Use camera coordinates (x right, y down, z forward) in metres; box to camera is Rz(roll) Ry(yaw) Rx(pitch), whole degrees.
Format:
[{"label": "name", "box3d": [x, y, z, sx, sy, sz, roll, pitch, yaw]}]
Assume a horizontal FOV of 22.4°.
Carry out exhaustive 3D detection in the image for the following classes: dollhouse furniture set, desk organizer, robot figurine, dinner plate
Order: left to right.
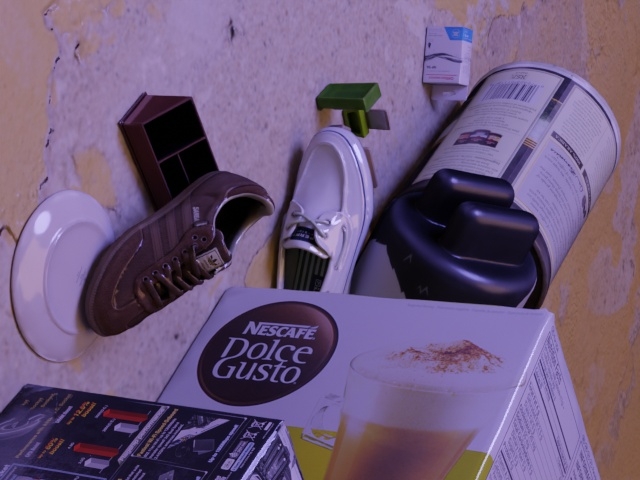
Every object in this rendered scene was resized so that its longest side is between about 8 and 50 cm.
[{"label": "dinner plate", "box3d": [-0.201, 0.029, 1.319, 0.141, 0.017, 0.141, -19, 112, -60]}, {"label": "desk organizer", "box3d": [-0.123, -0.063, 1.409, 0.047, 0.050, 0.130, -58, 141, -41]}, {"label": "dollhouse furniture set", "box3d": [0.045, -0.094, 1.701, 0.076, 0.059, 0.151, -50, 135, -46]}, {"label": "robot figurine", "box3d": [0.111, 0.062, 1.664, 0.278, 0.174, 0.209, -62, 177, 28]}]

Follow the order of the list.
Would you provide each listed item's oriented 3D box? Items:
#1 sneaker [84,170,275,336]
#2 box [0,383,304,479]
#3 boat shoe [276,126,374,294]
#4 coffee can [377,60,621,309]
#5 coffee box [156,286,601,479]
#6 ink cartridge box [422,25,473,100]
[{"label": "sneaker", "box3d": [-0.116, 0.010, 1.343, 0.188, 0.071, 0.066, -49, 132, -25]}, {"label": "box", "box3d": [-0.187, 0.235, 1.142, 0.307, 0.242, 0.076, -54, 138, -45]}, {"label": "boat shoe", "box3d": [0.000, 0.000, 1.608, 0.076, 0.083, 0.226, -6, 100, -62]}, {"label": "coffee can", "box3d": [0.210, -0.053, 1.859, 0.275, 0.202, 0.201, -53, 138, -45]}, {"label": "coffee box", "box3d": [0.041, 0.276, 1.461, 0.334, 0.338, 0.338, -59, 141, -39]}, {"label": "ink cartridge box", "box3d": [0.147, -0.206, 1.882, 0.028, 0.048, 0.083, 4, 91, -61]}]
